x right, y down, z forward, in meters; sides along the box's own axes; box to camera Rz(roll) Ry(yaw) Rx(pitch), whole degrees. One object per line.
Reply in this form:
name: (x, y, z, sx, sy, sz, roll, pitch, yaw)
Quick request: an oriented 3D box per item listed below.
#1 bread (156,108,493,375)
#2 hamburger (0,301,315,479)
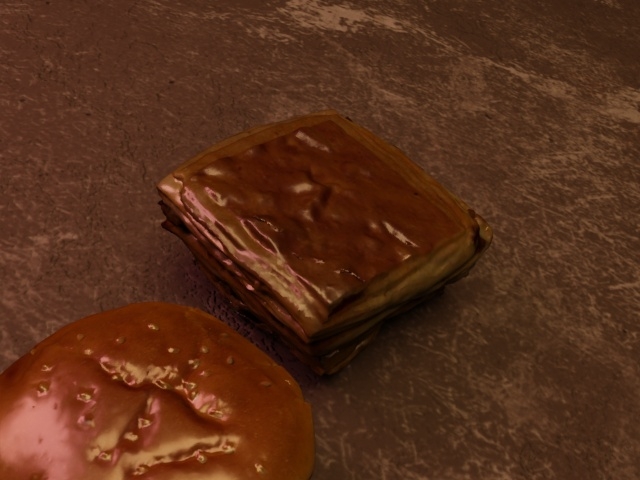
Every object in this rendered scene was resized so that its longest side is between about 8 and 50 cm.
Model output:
bread: (0.000, 0.000, 0.915, 0.277, 0.167, 0.325, 42, 42, 20)
hamburger: (-0.157, 0.199, 0.693, 0.290, 0.170, 0.314, 29, 49, 16)
